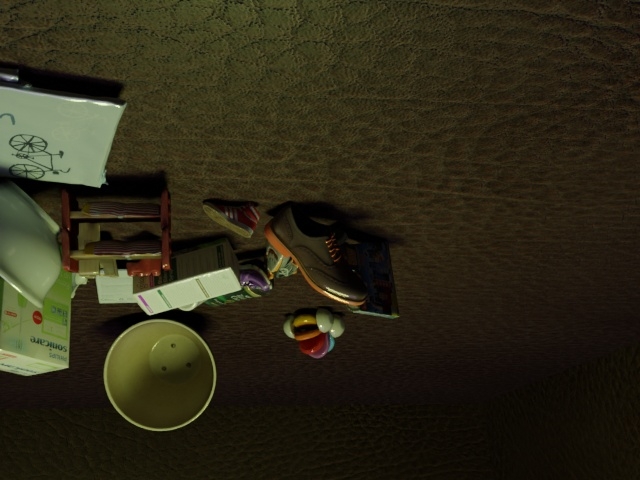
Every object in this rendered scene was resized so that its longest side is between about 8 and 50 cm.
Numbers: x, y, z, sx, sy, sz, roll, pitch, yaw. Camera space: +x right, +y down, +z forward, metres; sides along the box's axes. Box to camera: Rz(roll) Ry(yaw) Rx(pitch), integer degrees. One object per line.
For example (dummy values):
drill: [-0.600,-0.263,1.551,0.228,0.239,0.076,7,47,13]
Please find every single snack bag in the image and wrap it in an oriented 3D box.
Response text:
snack bag: [-0.501,-0.180,1.241,0.343,0.037,0.323,5,157,-22]

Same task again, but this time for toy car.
toy car: [-0.017,0.294,2.370,0.159,0.136,0.182,-15,156,24]

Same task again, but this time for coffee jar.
coffee jar: [-0.215,0.114,1.964,0.184,0.079,0.096,-15,157,23]

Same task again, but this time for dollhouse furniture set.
dollhouse furniture set: [-0.412,-0.006,1.598,0.201,0.152,0.374,-1,175,-10]

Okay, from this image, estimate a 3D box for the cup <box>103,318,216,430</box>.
cup: [-0.467,0.389,2.347,0.331,0.331,0.237,-5,-178,1]

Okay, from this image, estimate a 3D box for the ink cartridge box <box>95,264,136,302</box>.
ink cartridge box: [-0.448,0.097,1.919,0.223,0.045,0.224,0,155,-13]

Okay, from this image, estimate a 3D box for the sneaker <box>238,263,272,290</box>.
sneaker: [-0.193,0.099,1.856,0.170,0.071,0.068,12,140,29]

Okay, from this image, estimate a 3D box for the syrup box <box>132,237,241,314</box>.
syrup box: [-0.312,0.085,1.783,0.237,0.093,0.096,-15,140,4]

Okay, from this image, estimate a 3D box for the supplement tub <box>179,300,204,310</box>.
supplement tub: [-0.311,0.126,1.888,0.071,0.071,0.107,-14,-173,22]

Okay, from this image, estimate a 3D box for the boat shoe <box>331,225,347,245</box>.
boat shoe: [0.000,0.000,1.780,0.142,0.049,0.040,-21,122,37]

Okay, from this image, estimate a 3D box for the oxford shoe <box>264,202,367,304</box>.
oxford shoe: [0.006,0.032,1.636,0.271,0.097,0.098,40,126,-6]

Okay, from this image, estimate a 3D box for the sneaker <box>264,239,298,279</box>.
sneaker: [-0.087,0.040,1.815,0.083,0.084,0.215,-2,168,-9]

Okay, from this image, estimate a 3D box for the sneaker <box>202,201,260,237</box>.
sneaker: [-0.183,-0.062,1.601,0.118,0.067,0.042,32,152,-7]

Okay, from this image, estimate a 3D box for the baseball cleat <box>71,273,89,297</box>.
baseball cleat: [-0.628,0.087,1.858,0.109,0.072,0.206,25,142,-26]

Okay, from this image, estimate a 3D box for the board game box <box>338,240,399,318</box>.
board game box: [0.089,0.082,1.776,0.060,0.194,0.194,-24,154,39]

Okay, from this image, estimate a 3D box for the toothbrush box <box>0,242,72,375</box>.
toothbrush box: [-0.650,0.129,1.646,0.122,0.283,0.206,-12,156,20]

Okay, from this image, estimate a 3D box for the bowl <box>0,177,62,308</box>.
bowl: [-0.576,-0.021,1.408,0.134,0.298,0.298,-46,164,-15]
